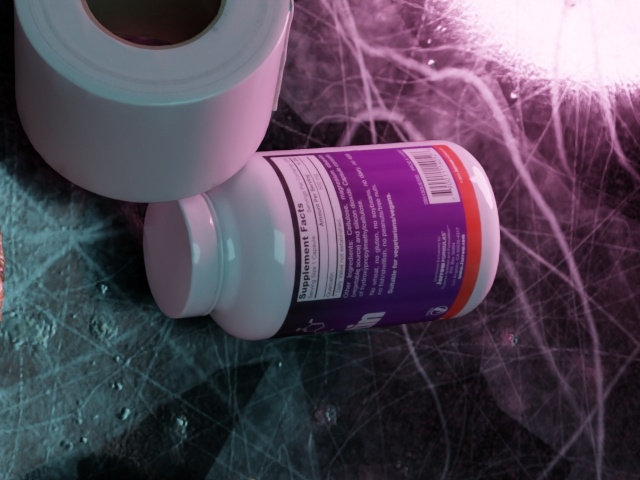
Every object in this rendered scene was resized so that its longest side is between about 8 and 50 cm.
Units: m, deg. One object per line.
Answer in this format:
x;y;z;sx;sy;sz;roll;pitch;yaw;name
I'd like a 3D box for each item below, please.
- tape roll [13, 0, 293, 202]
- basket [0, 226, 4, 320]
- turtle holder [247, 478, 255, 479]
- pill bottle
-0.155;-0.179;1.805;0.246;0.169;0.246;3;60;-5;tape roll
-0.417;-0.004;1.693;0.299;0.223;0.213;24;71;-24;basket
-0.146;0.386;1.856;0.227;0.243;0.320;-13;122;8;turtle holder
0.000;0.000;1.936;0.323;0.181;0.181;-5;93;-26;pill bottle
